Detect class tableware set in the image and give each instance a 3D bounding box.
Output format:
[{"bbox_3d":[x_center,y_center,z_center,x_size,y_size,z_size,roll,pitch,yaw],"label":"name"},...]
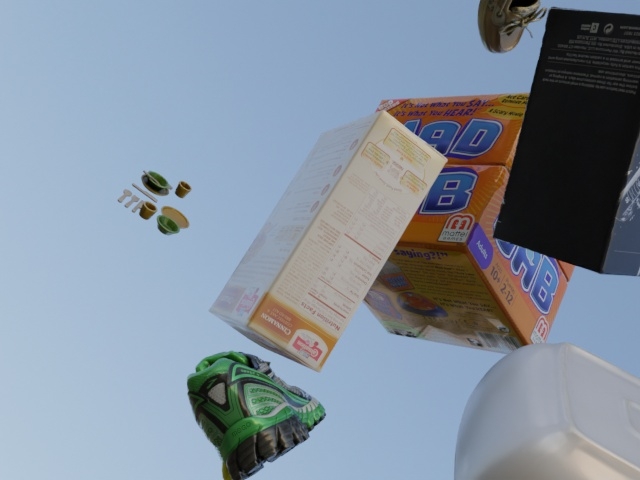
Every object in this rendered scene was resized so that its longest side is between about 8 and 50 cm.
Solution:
[{"bbox_3d":[-0.227,-0.060,1.239,0.104,0.154,0.024,37,-69,-6],"label":"tableware set"}]

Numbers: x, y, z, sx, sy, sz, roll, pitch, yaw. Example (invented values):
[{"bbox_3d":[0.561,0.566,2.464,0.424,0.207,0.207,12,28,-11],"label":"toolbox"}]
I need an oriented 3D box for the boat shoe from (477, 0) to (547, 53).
[{"bbox_3d":[0.341,-0.429,1.448,0.089,0.104,0.285,42,-28,30],"label":"boat shoe"}]

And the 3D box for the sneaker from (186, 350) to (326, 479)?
[{"bbox_3d":[-0.081,0.199,1.070,0.146,0.134,0.343,59,-5,8],"label":"sneaker"}]

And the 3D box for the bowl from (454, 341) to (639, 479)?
[{"bbox_3d":[0.133,0.102,0.370,0.142,0.142,0.053,29,-68,5],"label":"bowl"}]

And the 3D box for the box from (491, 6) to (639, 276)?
[{"bbox_3d":[0.439,-0.119,1.157,0.179,0.343,0.313,24,-74,48],"label":"box"}]

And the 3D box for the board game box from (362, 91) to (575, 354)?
[{"bbox_3d":[0.266,-0.033,1.664,0.356,0.356,0.356,5,-34,41],"label":"board game box"}]

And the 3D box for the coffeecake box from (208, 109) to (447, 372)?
[{"bbox_3d":[0.000,0.000,0.670,0.068,0.186,0.142,35,-10,-15],"label":"coffeecake box"}]
